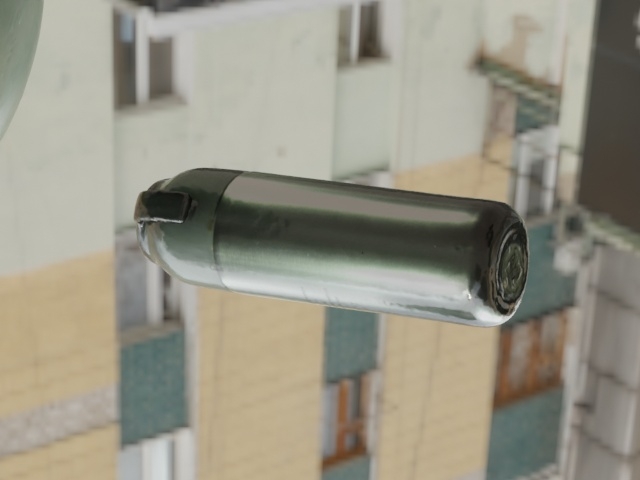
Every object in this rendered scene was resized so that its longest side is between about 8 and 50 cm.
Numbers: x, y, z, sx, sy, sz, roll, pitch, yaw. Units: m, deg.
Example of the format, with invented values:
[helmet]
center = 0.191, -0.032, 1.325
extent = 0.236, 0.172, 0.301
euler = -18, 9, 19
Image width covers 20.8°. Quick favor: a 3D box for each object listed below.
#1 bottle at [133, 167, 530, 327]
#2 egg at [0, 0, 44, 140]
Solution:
[bottle]
center = 0.000, 0.000, 1.079
extent = 0.254, 0.079, 0.096
euler = 8, 170, 29
[egg]
center = -0.316, -0.121, 1.039
extent = 0.276, 0.276, 0.389
euler = 12, -125, 19
